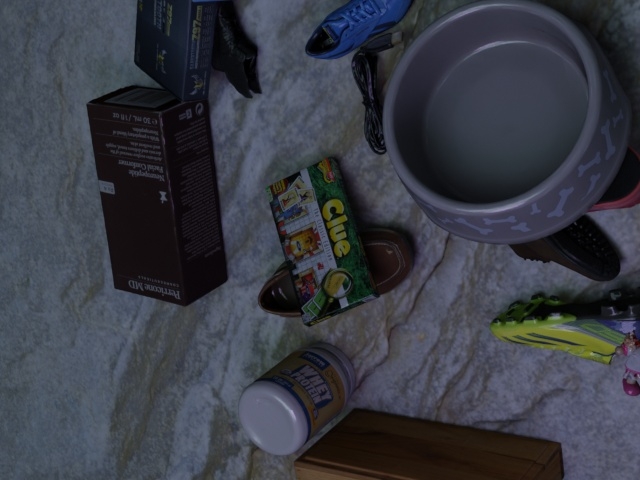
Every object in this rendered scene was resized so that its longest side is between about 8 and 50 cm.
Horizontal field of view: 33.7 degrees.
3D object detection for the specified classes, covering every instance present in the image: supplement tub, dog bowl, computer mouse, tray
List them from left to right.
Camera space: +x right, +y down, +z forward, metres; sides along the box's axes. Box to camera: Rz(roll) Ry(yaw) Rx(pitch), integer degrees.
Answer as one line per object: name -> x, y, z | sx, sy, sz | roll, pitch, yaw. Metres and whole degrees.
supplement tub -> -0.039, 0.282, 1.914 | 0.144, 0.199, 0.144 | 16, 120, 30
tray -> 0.180, 0.387, 1.800 | 0.411, 0.203, 0.076 | 3, 111, 35
computer mouse -> 0.164, -0.238, 1.624 | 0.262, 0.060, 0.184 | -5, 105, 44
dog bowl -> 0.242, -0.173, 1.451 | 0.348, 0.102, 0.349 | -7, 75, 26

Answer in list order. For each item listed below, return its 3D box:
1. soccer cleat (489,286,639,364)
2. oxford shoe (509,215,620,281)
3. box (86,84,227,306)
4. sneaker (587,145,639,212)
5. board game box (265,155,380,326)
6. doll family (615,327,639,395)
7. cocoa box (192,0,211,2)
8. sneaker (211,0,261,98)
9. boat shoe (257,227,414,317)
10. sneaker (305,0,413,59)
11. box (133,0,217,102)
soccer cleat -> 0.390, 0.144, 1.610 | 0.289, 0.093, 0.121 | -8, 112, 39
oxford shoe -> 0.346, -0.002, 1.595 | 0.227, 0.083, 0.096 | 35, 147, 18
box -> -0.303, -0.086, 1.980 | 0.191, 0.143, 0.381 | 10, 118, 32
sneaker -> 0.316, -0.080, 1.529 | 0.314, 0.136, 0.116 | 8, 79, 29
board game box -> 0.000, 0.000, 1.767 | 0.136, 0.030, 0.260 | -24, 67, 16
doll family -> 0.541, 0.141, 1.463 | 0.263, 0.118, 0.163 | 9, 136, 9
cocoa box -> -0.066, -0.538, 1.534 | 0.231, 0.228, 0.347 | 6, 114, 34
sneaker -> -0.141, -0.333, 1.805 | 0.089, 0.051, 0.170 | 23, 127, 26
boat shoe -> 0.021, 0.071, 1.826 | 0.324, 0.116, 0.123 | -24, 96, 41
sneaker -> 0.059, -0.341, 1.634 | 0.209, 0.082, 0.069 | -31, 89, 39
box -> -0.251, -0.379, 1.819 | 0.183, 0.059, 0.233 | 40, 133, 40
